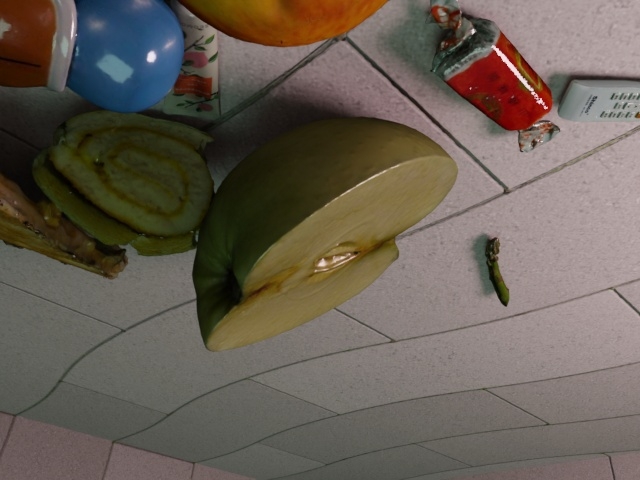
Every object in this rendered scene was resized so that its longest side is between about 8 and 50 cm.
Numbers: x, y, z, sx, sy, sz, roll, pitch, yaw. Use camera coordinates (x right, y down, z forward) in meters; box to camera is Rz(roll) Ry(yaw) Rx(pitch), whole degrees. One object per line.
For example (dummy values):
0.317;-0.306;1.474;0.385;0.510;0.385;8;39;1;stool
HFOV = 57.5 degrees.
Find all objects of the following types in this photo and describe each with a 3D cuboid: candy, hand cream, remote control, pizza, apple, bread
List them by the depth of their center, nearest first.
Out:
0.217;-0.198;0.725;0.292;0.059;0.086;30;137;-35;candy
-0.162;-0.230;0.736;0.080;0.050;0.234;5;152;-10;hand cream
0.397;-0.183;0.756;0.162;0.029;0.061;0;148;-3;remote control
0.000;0.000;0.789;0.360;0.320;0.312;-17;-163;-40;apple
-0.267;-0.087;0.833;0.257;0.186;0.124;21;155;-6;bread
-0.549;-0.060;0.922;0.392;0.080;0.435;15;162;10;pizza

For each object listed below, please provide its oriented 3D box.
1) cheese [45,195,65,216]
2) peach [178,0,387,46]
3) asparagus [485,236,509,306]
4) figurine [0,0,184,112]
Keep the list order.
-0.344;-0.061;0.989;0.245;0.052;0.135;9;143;-5;cheese
-0.033;-0.297;0.451;0.281;0.238;0.281;-11;125;-16;peach
0.339;0.061;1.118;0.034;0.027;0.236;9;150;30;asparagus
-0.346;-0.266;0.580;0.416;0.243;0.298;3;142;-33;figurine
